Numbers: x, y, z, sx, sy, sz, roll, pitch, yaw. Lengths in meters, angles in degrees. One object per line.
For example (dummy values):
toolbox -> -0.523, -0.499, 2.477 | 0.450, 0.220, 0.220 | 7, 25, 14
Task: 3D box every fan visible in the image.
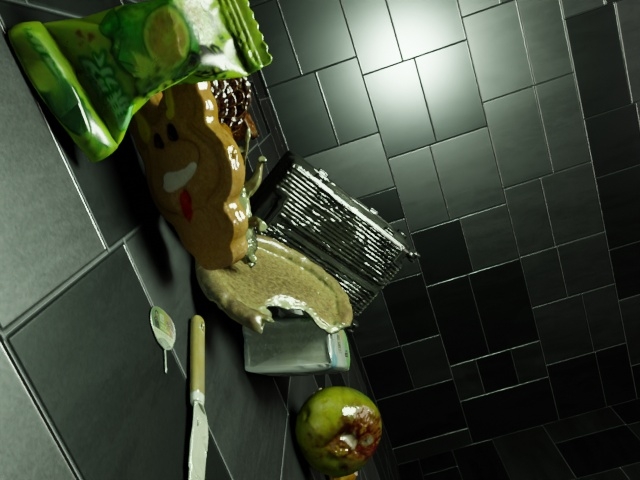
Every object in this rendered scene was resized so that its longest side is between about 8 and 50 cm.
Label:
fan -> -0.191, 0.111, 0.648 | 0.080, 0.003, 0.060 | -99, 169, -60

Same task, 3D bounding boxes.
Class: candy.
candy -> -0.181, -0.204, 0.588 | 0.149, 0.246, 0.069 | 64, -11, -21

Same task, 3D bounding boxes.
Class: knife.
knife -> -0.149, 0.216, 0.662 | 0.297, 0.017, 0.047 | -103, 180, -47

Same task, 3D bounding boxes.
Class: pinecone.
pinecone -> -0.205, -0.254, 0.942 | 0.165, 0.163, 0.162 | -136, -155, -66

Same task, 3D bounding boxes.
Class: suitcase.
suitcase -> 0.000, 0.000, 1.113 | 0.335, 0.229, 0.152 | 36, 12, -17

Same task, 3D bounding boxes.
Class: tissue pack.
tissue pack -> -0.039, 0.184, 1.038 | 0.229, 0.159, 0.145 | 52, 33, -72

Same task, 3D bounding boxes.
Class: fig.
fig -> 0.039, 0.392, 1.147 | 0.191, 0.181, 0.180 | -43, 115, -82

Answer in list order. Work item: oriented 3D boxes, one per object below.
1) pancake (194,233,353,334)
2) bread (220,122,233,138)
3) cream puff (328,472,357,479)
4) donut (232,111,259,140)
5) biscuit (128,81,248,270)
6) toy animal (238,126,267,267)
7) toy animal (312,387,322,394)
pancake -> -0.072, 0.073, 0.901 | 0.288, 0.033, 0.286 | 30, 21, -5
bread -> -0.176, -0.089, 0.845 | 0.193, 0.064, 0.193 | -170, -90, -86
cream puff -> 0.056, 0.534, 1.320 | 0.116, 0.094, 0.122 | 65, 4, -69
donut -> -0.228, -0.326, 1.277 | 0.141, 0.085, 0.217 | -92, 162, -71
biscuit -> -0.175, -0.103, 0.700 | 0.044, 0.186, 0.295 | -24, 93, -46
toy animal -> -0.117, -0.060, 0.819 | 0.086, 0.069, 0.219 | -133, -132, -68
toy animal -> 0.014, 0.418, 1.288 | 0.150, 0.089, 0.083 | -122, -157, -43
